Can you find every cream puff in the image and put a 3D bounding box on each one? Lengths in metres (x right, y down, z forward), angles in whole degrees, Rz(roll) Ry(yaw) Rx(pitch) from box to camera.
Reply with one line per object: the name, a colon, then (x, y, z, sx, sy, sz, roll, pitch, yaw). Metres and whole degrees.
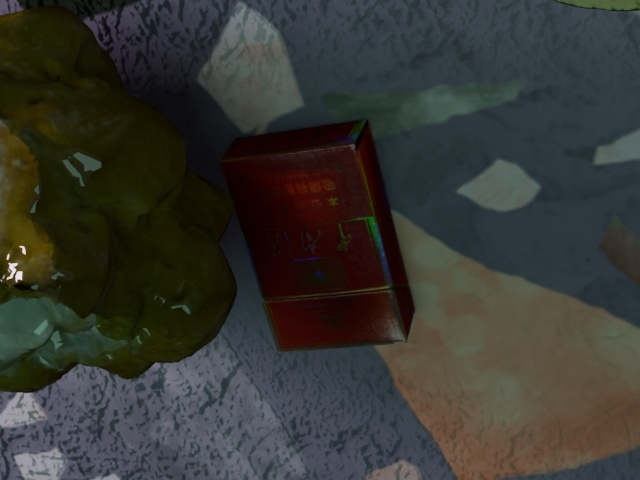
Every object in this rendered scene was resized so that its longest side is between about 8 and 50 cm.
cream puff: (-0.223, -0.027, 0.964, 0.323, 0.270, 0.274, -12, 80, 20)

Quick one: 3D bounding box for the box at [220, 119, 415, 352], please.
box: (0.000, 0.001, 1.002, 0.112, 0.048, 0.175, -7, 116, 19)

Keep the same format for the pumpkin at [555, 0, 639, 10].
pumpkin: (0.183, -0.253, 0.786, 0.217, 0.110, 0.217, 4, 107, 13)
